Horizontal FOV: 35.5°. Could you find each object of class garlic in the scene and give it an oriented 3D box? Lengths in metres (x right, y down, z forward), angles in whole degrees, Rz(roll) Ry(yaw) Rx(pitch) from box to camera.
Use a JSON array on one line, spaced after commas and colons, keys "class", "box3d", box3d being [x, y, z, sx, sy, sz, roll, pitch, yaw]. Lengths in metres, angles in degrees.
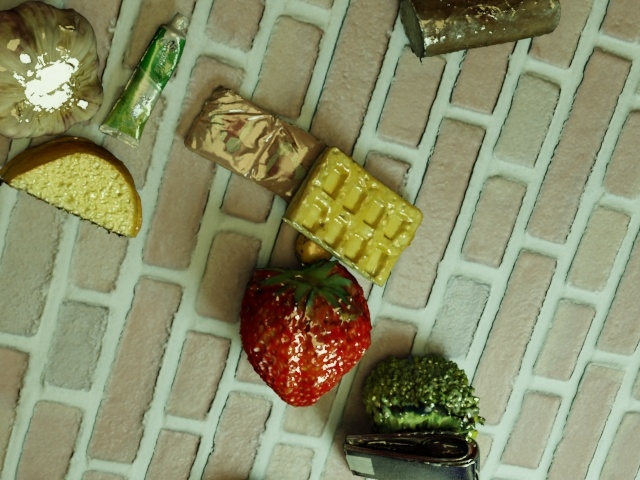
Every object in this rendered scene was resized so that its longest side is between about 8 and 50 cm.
[{"class": "garlic", "box3d": [-0.470, -0.281, 1.632, 0.245, 0.160, 0.245, -22, 131, -27]}]

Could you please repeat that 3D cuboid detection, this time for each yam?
[{"class": "yam", "box3d": [0.284, -0.406, 1.812, 0.279, 0.131, 0.131, -12, 109, -12]}]

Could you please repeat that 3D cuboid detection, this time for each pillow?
[{"class": "pillow", "box3d": [-0.113, -0.171, 1.816, 0.248, 0.049, 0.135, 27, 97, -17]}]

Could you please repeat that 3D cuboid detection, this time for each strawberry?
[{"class": "strawberry", "box3d": [-0.029, 0.186, 1.850, 0.250, 0.238, 0.288, 6, 119, -4]}]

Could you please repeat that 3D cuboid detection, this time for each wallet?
[{"class": "wallet", "box3d": [0.183, 0.435, 1.974, 0.262, 0.221, 0.071, 1, 64, 9]}]

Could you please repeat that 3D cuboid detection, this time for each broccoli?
[{"class": "broccoli", "box3d": [0.199, 0.326, 2.022, 0.242, 0.273, 0.180, 12, 58, -9]}]

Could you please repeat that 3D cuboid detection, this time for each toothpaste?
[{"class": "toothpaste", "box3d": [-0.297, -0.281, 1.734, 0.078, 0.047, 0.248, 27, 100, -19]}]

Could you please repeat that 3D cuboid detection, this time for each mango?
[{"class": "mango", "box3d": [0.000, 0.000, 1.894, 0.079, 0.057, 0.114, 43, 89, -15]}]

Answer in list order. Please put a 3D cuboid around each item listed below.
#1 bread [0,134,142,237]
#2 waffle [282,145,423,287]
[{"class": "bread", "box3d": [-0.408, -0.105, 1.714, 0.260, 0.129, 0.134, 23, 92, -21]}, {"class": "waffle", "box3d": [0.062, -0.044, 1.855, 0.274, 0.057, 0.168, 34, 81, -35]}]
